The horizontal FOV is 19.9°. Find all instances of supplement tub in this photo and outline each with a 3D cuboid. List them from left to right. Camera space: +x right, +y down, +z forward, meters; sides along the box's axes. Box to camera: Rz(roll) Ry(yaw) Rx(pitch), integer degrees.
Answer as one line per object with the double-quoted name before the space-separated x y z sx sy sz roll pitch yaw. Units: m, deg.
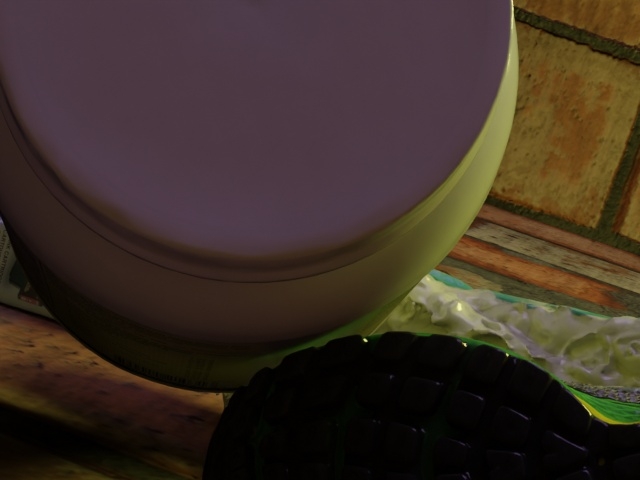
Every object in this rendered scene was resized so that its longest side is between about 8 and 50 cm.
"supplement tub" -0.040 -0.060 0.836 0.235 0.235 0.325 18 -12 -2

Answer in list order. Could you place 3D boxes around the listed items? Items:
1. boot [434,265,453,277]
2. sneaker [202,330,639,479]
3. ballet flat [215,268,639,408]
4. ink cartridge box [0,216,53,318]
"boot" 0.000 0.000 1.180 0.280 0.096 0.264 38 9 -24
"sneaker" 0.114 0.121 0.772 0.343 0.134 0.146 4 -13 16
"ballet flat" 0.124 0.105 1.003 0.409 0.147 0.147 15 5 22
"ink cartridge box" -0.130 0.026 1.258 0.311 0.065 0.186 20 8 1
